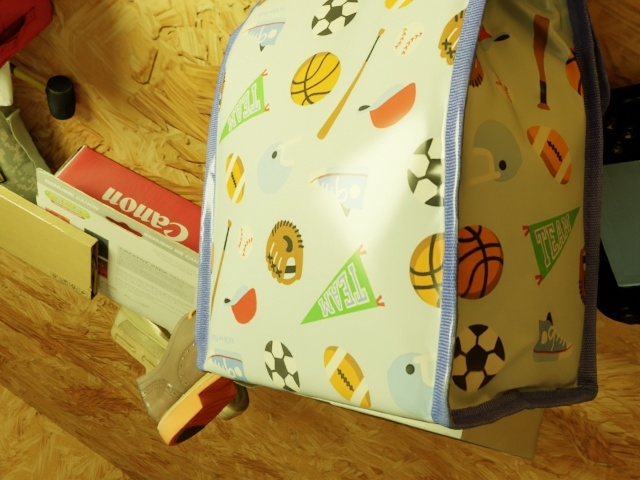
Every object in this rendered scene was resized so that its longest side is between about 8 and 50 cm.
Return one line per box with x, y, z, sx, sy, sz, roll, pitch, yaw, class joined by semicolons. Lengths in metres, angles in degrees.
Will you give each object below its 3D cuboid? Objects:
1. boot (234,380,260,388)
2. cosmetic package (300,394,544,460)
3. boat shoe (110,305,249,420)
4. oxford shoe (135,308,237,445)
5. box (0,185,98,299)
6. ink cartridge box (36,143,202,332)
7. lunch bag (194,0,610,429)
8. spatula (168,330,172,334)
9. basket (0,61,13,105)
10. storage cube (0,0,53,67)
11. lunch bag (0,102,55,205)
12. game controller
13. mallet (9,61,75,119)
-0.199;0.149;1.399;0.305;0.115;0.112;35;151;-3;boot
0.136;0.223;1.115;0.284;0.098;0.377;11;168;31;cosmetic package
-0.273;0.238;1.489;0.341;0.110;0.121;39;-166;28;boat shoe
-0.139;0.132;1.117;0.133;0.364;0.130;47;-167;18;oxford shoe
-0.438;0.001;1.219;0.201;0.021;0.164;30;143;4;box
-0.278;-0.004;1.230;0.309;0.130;0.272;28;145;3;ink cartridge box
0.064;-0.063;0.685;0.238;0.386;0.327;1;178;-43;lunch bag
-0.335;0.084;1.432;0.242;0.019;0.168;42;152;28;spatula
-0.495;-0.253;1.025;0.167;0.103;0.113;0;153;-17;basket
-0.446;-0.312;0.885;0.214;0.184;0.193;28;148;4;storage cube
-0.576;-0.152;1.239;0.286;0.169;0.235;12;145;17;lunch bag
0.327;-0.023;0.768;0.166;0.067;0.319;1;139;38;game controller
-0.434;-0.236;1.129;0.189;0.039;0.062;26;145;14;mallet
